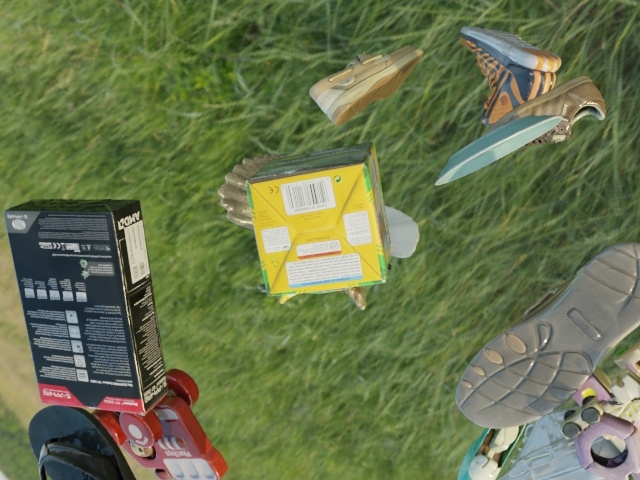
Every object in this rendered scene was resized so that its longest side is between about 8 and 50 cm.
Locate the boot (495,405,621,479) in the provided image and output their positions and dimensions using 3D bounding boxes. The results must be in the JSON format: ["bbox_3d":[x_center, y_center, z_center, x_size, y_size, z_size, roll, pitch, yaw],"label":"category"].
[{"bbox_3d":[0.335,0.335,1.245,0.258,0.124,0.095,-30,143,31],"label":"boot"}]

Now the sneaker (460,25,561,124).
[{"bbox_3d":[0.368,-0.339,1.712,0.321,0.124,0.180,-120,37,-57],"label":"sneaker"}]

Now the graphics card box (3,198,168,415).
[{"bbox_3d":[-0.409,0.113,1.431,0.232,0.094,0.371,1,108,22],"label":"graphics card box"}]

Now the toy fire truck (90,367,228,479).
[{"bbox_3d":[-0.372,0.449,1.862,0.302,0.169,0.254,-15,108,39],"label":"toy fire truck"}]

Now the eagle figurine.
[{"bbox_3d":[0.003,0.009,1.230,0.226,0.225,0.298,10,164,24],"label":"eagle figurine"}]

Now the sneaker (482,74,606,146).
[{"bbox_3d":[0.326,-0.169,1.181,0.071,0.188,0.066,60,-179,16],"label":"sneaker"}]

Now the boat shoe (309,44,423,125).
[{"bbox_3d":[0.115,-0.389,1.889,0.110,0.341,0.122,45,141,10],"label":"boat shoe"}]

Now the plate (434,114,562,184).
[{"bbox_3d":[0.232,-0.127,1.087,0.024,0.188,0.188,64,155,5],"label":"plate"}]

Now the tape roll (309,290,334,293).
[{"bbox_3d":[0.000,0.000,2.093,0.321,0.321,0.077,26,141,34],"label":"tape roll"}]

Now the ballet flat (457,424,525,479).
[{"bbox_3d":[0.379,0.467,1.802,0.083,0.247,0.087,31,169,3],"label":"ballet flat"}]

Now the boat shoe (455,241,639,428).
[{"bbox_3d":[0.317,0.129,1.069,0.123,0.324,0.116,51,-164,9],"label":"boat shoe"}]

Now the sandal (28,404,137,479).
[{"bbox_3d":[-0.449,0.485,1.591,0.445,0.168,0.107,41,-167,26],"label":"sandal"}]

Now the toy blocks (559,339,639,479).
[{"bbox_3d":[0.514,0.231,1.085,0.260,0.288,0.309,50,-162,9],"label":"toy blocks"}]

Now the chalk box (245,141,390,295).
[{"bbox_3d":[0.007,-0.033,0.935,0.213,0.132,0.132,-60,-39,-75],"label":"chalk box"}]
